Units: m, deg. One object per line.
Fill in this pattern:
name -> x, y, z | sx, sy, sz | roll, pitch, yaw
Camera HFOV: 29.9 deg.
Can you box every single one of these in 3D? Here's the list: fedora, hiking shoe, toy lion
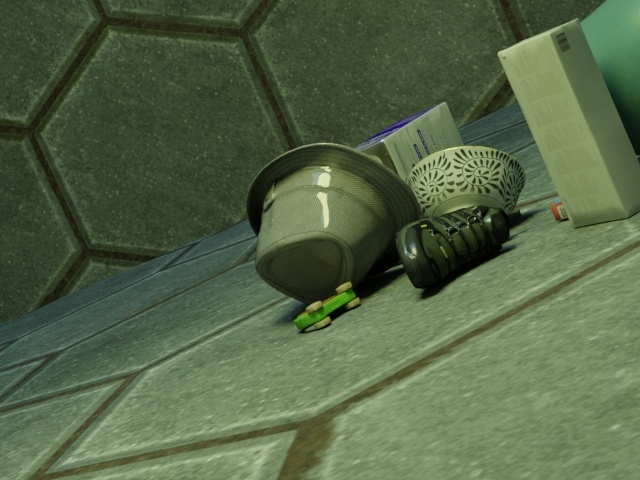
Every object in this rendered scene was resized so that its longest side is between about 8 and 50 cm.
fedora -> 0.000, 0.000, 1.691 | 0.275, 0.243, 0.124 | -34, 26, 47
hiking shoe -> 0.179, -0.007, 1.537 | 0.114, 0.086, 0.227 | -24, 5, 31
toy lion -> 0.000, 0.095, 1.624 | 0.100, 0.034, 0.096 | -30, 2, -42

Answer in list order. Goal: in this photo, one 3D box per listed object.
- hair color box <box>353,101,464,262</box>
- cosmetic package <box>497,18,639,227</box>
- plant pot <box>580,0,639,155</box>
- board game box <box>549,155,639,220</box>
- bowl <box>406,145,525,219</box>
hair color box -> 0.147, -0.094, 1.920 | 0.110, 0.185, 0.339 | -21, 7, 25
cosmetic package -> 0.310, -0.139, 1.450 | 0.060, 0.239, 0.099 | -29, 9, -32
plant pot -> 0.447, -0.225, 1.501 | 0.255, 0.272, 0.271 | -19, 8, 34
board game box -> 0.437, -0.100, 1.621 | 0.145, 0.027, 0.281 | -16, 10, 43
bowl -> 0.207, -0.052, 1.696 | 0.170, 0.170, 0.080 | -20, 51, 30
